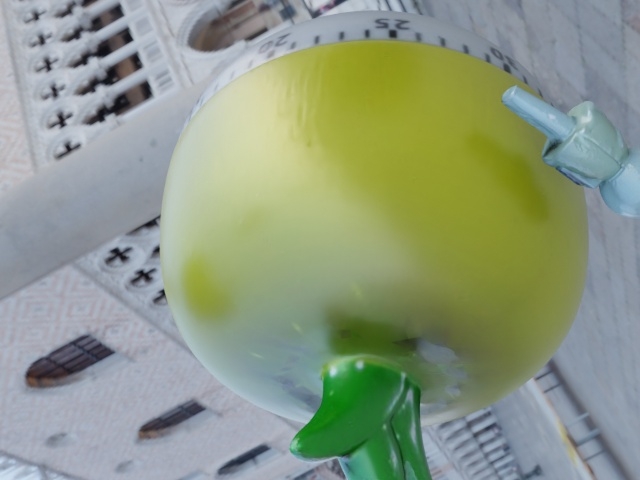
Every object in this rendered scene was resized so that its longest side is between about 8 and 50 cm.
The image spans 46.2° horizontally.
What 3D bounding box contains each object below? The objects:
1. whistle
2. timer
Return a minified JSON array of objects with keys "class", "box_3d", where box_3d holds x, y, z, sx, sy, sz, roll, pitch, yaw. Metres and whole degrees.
[{"class":"whistle","box_3d":[0.128,-0.042,0.352,0.100,0.035,0.035,32,-171,-8]},{"class":"timer","box_3d":[0.030,0.030,0.440,0.285,0.285,0.285,61,-176,-7]}]
